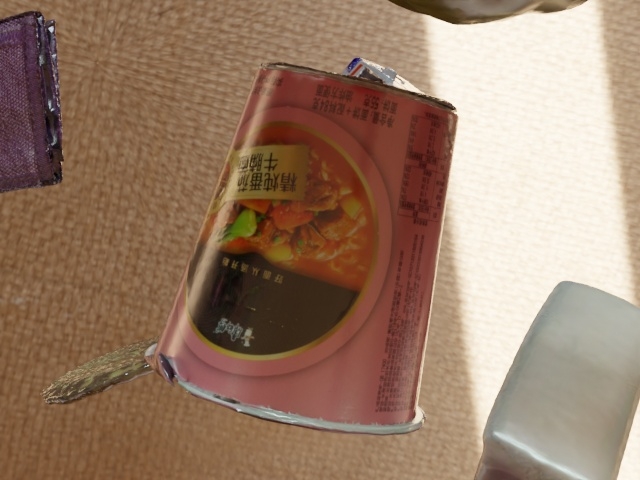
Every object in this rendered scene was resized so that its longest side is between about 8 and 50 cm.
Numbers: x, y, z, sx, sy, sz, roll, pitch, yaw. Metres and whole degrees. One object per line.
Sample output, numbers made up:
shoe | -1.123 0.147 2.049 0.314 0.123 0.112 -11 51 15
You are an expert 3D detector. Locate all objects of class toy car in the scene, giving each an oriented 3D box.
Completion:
toy car | 0.053 -0.127 0.987 0.108 0.210 0.089 43 103 2

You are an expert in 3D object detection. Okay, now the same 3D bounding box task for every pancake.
pancake | -0.209 0.132 1.090 0.199 0.199 0.021 -21 96 -8

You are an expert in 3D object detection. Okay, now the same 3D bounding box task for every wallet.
wallet | -0.240 -0.077 0.645 0.166 0.030 0.111 -10 79 19

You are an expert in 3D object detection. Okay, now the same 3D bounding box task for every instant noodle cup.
instant noodle cup | 0.000 0.000 0.800 0.244 0.244 0.254 12 94 -14

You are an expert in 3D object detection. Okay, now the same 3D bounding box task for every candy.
candy | 0.272 0.222 1.156 0.145 0.359 0.208 20 123 18

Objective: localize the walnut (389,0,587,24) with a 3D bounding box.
walnut | 0.114 -0.260 0.602 0.277 0.253 0.282 -22 65 -12
